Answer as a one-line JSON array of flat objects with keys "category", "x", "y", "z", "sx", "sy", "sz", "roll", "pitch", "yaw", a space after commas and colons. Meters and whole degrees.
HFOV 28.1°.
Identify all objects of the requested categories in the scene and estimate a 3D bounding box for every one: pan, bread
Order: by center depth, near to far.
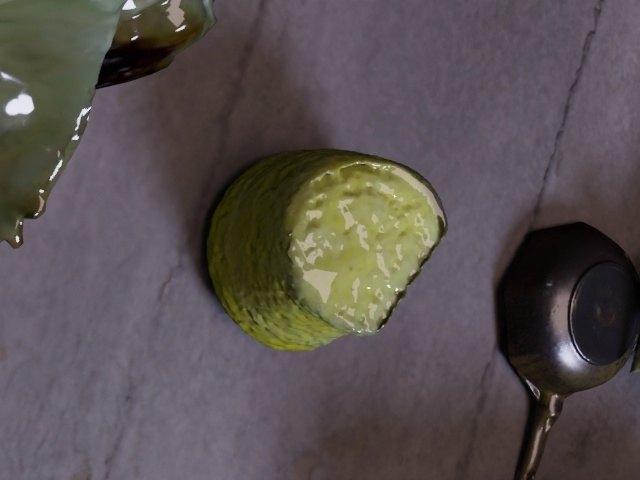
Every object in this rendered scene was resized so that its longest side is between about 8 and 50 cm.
[{"category": "bread", "x": 0.000, "y": 0.000, "z": 0.777, "sx": 0.111, "sy": 0.114, "sz": 0.129, "roll": 40, "pitch": 68, "yaw": -23}, {"category": "pan", "x": 0.198, "y": 0.089, "z": 0.956, "sx": 0.128, "sy": 0.048, "sz": 0.201, "roll": -11, "pitch": 100, "yaw": -34}]

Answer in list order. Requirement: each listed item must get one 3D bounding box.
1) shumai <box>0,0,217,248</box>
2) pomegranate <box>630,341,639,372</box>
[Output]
[{"category": "shumai", "x": -0.172, "y": -0.194, "z": 0.552, "sx": 0.395, "sy": 0.395, "sz": 0.348, "roll": -59, "pitch": 146, "yaw": -16}, {"category": "pomegranate", "x": 0.315, "y": 0.072, "z": 0.969, "sx": 0.169, "sy": 0.149, "sz": 0.148, "roll": 2, "pitch": 92, "yaw": -61}]
